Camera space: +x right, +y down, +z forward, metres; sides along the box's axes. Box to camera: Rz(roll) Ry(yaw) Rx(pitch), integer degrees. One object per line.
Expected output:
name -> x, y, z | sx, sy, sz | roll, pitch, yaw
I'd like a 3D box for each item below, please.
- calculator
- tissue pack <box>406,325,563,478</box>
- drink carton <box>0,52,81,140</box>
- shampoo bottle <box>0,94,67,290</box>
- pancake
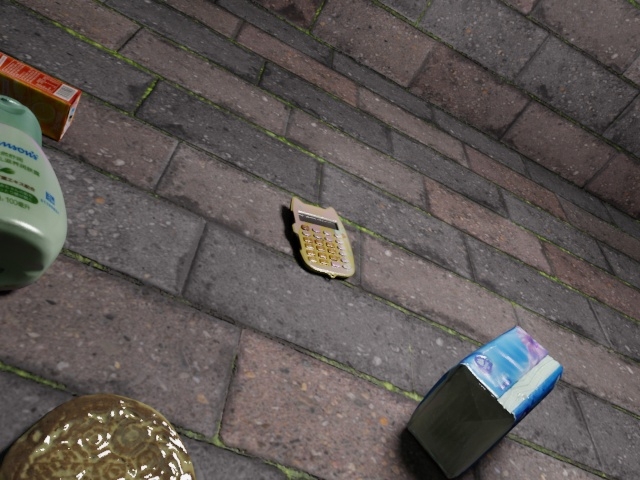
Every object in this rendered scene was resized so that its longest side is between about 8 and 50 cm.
calculator -> 0.000, 0.000, 1.388 | 0.157, 0.033, 0.236 | 15, 39, -29
tissue pack -> 0.312, 0.295, 1.126 | 0.263, 0.198, 0.146 | -12, 52, -49
drink carton -> -0.598, -0.294, 1.170 | 0.223, 0.096, 0.071 | 25, 34, -17
shampoo bottle -> -0.514, -0.096, 0.934 | 0.222, 0.151, 0.349 | 17, 35, -37
pancake -> -0.267, 0.302, 0.748 | 0.250, 0.031, 0.250 | 23, 35, -17
